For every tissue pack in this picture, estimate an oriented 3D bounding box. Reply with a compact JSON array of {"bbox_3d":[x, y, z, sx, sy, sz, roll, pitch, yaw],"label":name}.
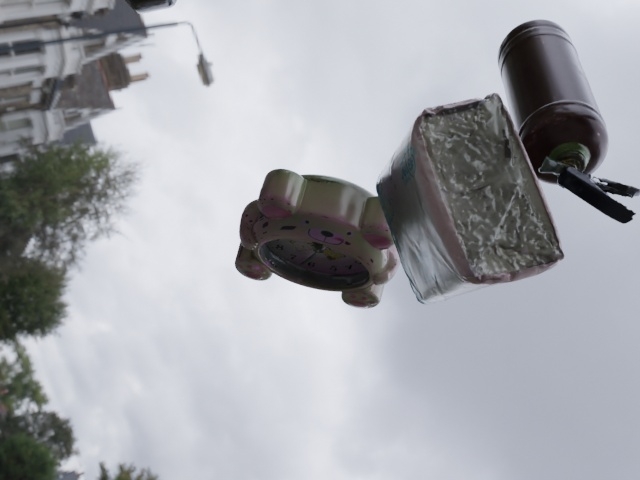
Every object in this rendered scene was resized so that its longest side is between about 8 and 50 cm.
[{"bbox_3d":[0.159,-0.033,0.883,0.271,0.124,0.201,116,-47,-79],"label":"tissue pack"}]

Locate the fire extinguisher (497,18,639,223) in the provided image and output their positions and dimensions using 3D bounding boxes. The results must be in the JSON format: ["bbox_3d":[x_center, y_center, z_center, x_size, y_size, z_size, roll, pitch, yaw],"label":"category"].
[{"bbox_3d":[0.299,-0.143,0.907,0.344,0.138,0.102,-85,-165,-49],"label":"fire extinguisher"}]

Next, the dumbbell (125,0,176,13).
[{"bbox_3d":[-0.063,-0.241,0.572,0.100,0.191,0.100,168,-90,-90],"label":"dumbbell"}]

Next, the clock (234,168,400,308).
[{"bbox_3d":[0.000,0.000,1.292,0.309,0.284,0.114,109,-3,-65],"label":"clock"}]
